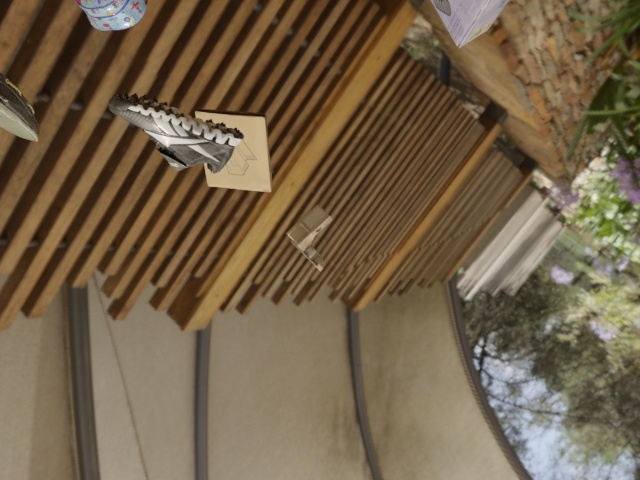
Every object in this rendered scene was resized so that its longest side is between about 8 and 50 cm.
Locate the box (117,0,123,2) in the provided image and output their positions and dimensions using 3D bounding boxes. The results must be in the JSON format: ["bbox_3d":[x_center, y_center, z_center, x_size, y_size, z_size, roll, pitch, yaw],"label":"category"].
[{"bbox_3d":[-0.393,-0.437,0.873,0.183,0.056,0.231,52,-155,14],"label":"box"}]

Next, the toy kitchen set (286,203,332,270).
[{"bbox_3d":[0.000,0.000,1.073,0.068,0.075,0.083,45,177,25],"label":"toy kitchen set"}]

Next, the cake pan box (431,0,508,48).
[{"bbox_3d":[0.196,-0.445,0.923,0.246,0.070,0.267,59,178,3],"label":"cake pan box"}]

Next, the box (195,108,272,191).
[{"bbox_3d":[-0.199,-0.207,1.467,0.164,0.201,0.021,6,-141,10],"label":"box"}]

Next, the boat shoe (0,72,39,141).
[{"bbox_3d":[-0.601,-0.257,1.236,0.081,0.069,0.228,17,170,-4],"label":"boat shoe"}]

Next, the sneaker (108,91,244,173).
[{"bbox_3d":[-0.253,-0.174,1.078,0.234,0.106,0.078,15,-163,-31],"label":"sneaker"}]

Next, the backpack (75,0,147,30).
[{"bbox_3d":[-0.392,-0.482,1.153,0.158,0.173,0.117,6,177,20],"label":"backpack"}]
